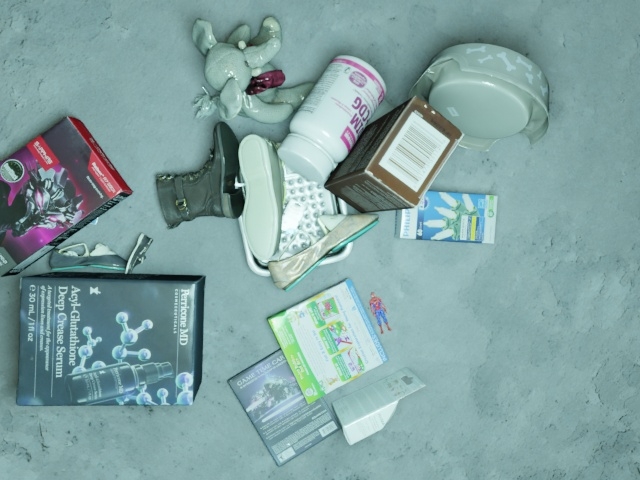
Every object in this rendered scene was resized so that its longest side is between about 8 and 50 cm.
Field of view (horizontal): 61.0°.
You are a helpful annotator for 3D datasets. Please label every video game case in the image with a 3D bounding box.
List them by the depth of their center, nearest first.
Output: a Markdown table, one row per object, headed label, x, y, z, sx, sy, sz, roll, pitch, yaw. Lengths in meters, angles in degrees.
| label | x | y | z | sx | sy | sz | roll | pitch | yaw |
| --- | --- | --- | --- | --- | --- | --- | --- | --- | --- |
| video game case | -0.097 | 0.443 | 1.465 | 0.196 | 0.026 | 0.274 | -30 | 93 | -5 |

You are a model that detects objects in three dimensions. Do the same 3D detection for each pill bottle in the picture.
| label | x | y | z | sx | sy | sz | roll | pitch | yaw |
| --- | --- | --- | --- | --- | --- | --- | --- | --- | --- |
| pill bottle | 0.026 | -0.292 | 1.321 | 0.160 | 0.160 | 0.283 | 33 | 78 | -6 |

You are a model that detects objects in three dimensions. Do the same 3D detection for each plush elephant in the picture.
| label | x | y | z | sx | sy | sz | roll | pitch | yaw |
| --- | --- | --- | --- | --- | --- | --- | --- | --- | --- |
| plush elephant | -0.181 | -0.413 | 1.320 | 0.330 | 0.255 | 0.272 | -26 | 89 | -3 |

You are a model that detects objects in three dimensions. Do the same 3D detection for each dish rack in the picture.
| label | x | y | z | sx | sy | sz | roll | pitch | yaw |
| --- | --- | --- | --- | --- | --- | --- | --- | --- | --- |
| dish rack | -0.078 | -0.089 | 1.435 | 0.285 | 0.072 | 0.333 | -12 | 92 | -7 |

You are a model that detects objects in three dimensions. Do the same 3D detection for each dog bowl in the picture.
| label | x | y | z | sx | sy | sz | roll | pitch | yaw |
| --- | --- | --- | --- | --- | --- | --- | --- | --- | --- |
| dog bowl | 0.401 | -0.353 | 1.358 | 0.349 | 0.349 | 0.102 | 24 | 75 | -6 |

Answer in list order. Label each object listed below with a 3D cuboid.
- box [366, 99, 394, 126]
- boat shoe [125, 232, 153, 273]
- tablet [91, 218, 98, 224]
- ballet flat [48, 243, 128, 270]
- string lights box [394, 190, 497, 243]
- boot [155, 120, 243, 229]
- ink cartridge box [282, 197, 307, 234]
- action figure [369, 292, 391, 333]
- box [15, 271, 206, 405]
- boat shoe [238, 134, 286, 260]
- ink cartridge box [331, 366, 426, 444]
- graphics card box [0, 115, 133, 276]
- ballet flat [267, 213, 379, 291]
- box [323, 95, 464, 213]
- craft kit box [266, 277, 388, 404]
| label | x | y | z | sx | sy | sz | roll | pitch | yaw |
| --- | --- | --- | --- | --- | --- | --- | --- | --- | --- |
| box | 0.111 | -0.301 | 1.459 | 0.231 | 0.056 | 0.183 | 39 | 87 | -6 |
| boat shoe | -0.462 | 0.037 | 1.385 | 0.038 | 0.046 | 0.125 | 25 | 44 | -17 |
| tablet | -0.597 | -0.087 | 1.410 | 0.054 | 0.006 | 0.083 | 17 | 88 | -6 |
| ballet flat | -0.586 | 0.042 | 1.384 | 0.203 | 0.074 | 0.074 | 0 | 91 | -4 |
| string lights box | 0.338 | -0.064 | 1.477 | 0.260 | 0.077 | 0.133 | 3 | 92 | -6 |
| boot | -0.317 | -0.159 | 1.366 | 0.229 | 0.091 | 0.263 | -1 | 96 | 20 |
| ink cartridge box | -0.073 | -0.061 | 1.387 | 0.048 | 0.028 | 0.083 | 26 | 89 | -7 |
| action figure | 0.162 | 0.197 | 1.488 | 0.038 | 0.030 | 0.115 | -21 | 91 | 0 |
| box | -0.492 | 0.231 | 1.325 | 0.395 | 0.212 | 0.293 | 1 | 90 | -7 |
| boat shoe | -0.132 | -0.105 | 1.341 | 0.109 | 0.091 | 0.305 | -4 | 91 | 33 |
| ink cartridge box | 0.153 | 0.423 | 1.409 | 0.232 | 0.189 | 0.066 | -20 | 94 | -6 |
| graphics card box | -0.695 | -0.108 | 1.353 | 0.371 | 0.094 | 0.233 | -35 | 93 | -2 |
| ballet flat | 0.000 | 0.000 | 1.363 | 0.316 | 0.107 | 0.106 | -36 | 88 | -5 |
| box | 0.146 | -0.175 | 1.240 | 0.143 | 0.381 | 0.191 | 35 | 85 | -12 |
| craft kit box | 0.019 | 0.265 | 1.448 | 0.247 | 0.061 | 0.250 | -25 | 93 | -14 |
